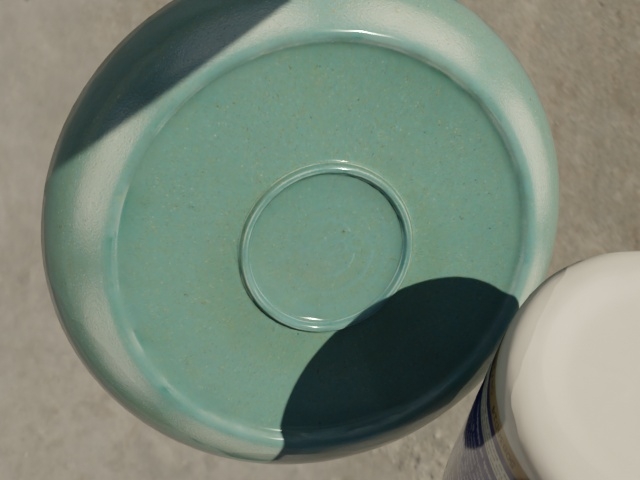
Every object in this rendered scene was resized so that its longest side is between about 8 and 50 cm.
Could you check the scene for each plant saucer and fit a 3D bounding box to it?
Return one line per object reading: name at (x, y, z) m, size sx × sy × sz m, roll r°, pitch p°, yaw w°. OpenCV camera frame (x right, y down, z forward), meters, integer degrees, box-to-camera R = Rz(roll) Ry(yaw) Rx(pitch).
plant saucer at (0.000, 0.000, 0.637) m, size 0.317 × 0.044 × 0.318 m, roll -4°, pitch 110°, yaw -12°

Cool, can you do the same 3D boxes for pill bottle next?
pill bottle at (0.148, 0.134, 0.601) m, size 0.153 × 0.153 × 0.265 m, roll 0°, pitch 148°, yaw -5°
